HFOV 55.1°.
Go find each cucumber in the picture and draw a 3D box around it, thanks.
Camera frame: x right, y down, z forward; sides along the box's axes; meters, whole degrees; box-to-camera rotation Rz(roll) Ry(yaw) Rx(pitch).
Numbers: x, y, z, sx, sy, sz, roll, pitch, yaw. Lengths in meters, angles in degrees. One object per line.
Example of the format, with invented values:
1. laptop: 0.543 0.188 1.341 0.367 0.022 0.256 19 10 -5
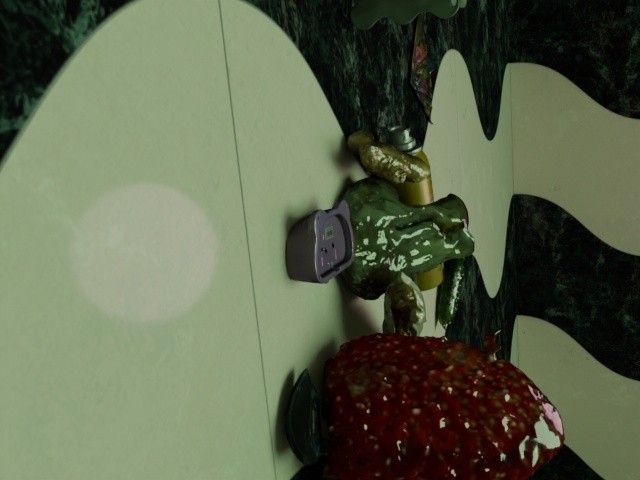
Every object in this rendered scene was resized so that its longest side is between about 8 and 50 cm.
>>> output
1. cucumber: 0.361 0.140 1.716 0.069 0.069 0.228 47 53 -57

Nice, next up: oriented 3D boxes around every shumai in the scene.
1. shumai: 0.154 -0.008 1.096 0.272 0.203 0.222 -43 127 -54

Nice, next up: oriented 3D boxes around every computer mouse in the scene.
1. computer mouse: -0.027 0.251 0.877 0.079 0.047 0.135 71 17 -60

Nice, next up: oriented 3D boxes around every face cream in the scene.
1. face cream: 0.186 -0.066 1.276 0.105 0.104 0.349 -52 135 -54

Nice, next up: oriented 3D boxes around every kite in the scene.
1. kite: 0.248 -0.426 1.527 0.234 0.016 0.321 -48 132 -54

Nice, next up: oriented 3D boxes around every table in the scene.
1. table: 0.136 -0.456 1.051 0.166 0.198 0.167 0 90 -65

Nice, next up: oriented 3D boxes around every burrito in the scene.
1. burrito: 0.155 0.186 1.156 0.392 0.076 0.117 80 7 -60

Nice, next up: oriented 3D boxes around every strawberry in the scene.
1. strawberry: 0.171 0.255 0.943 0.292 0.343 0.292 59 17 -30

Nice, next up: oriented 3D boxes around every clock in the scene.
1. clock: 0.000 0.000 0.930 0.152 0.050 0.110 -29 116 -63

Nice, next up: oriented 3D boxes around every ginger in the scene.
1. ginger: 0.130 -0.137 1.097 0.214 0.133 0.059 20 109 -37

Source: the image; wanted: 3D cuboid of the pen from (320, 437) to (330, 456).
1. pen: 0.039 0.373 1.051 0.204 0.025 0.025 55 42 -53
